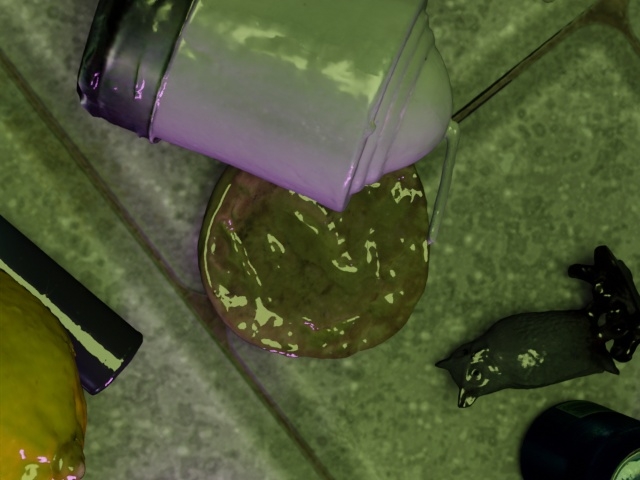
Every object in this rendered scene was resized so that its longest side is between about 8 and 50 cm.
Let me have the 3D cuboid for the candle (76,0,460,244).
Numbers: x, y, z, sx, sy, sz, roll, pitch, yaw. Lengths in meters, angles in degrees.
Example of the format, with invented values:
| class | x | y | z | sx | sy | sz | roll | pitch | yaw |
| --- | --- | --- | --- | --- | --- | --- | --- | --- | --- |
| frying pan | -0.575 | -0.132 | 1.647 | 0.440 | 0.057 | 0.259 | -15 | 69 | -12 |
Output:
| class | x | y | z | sx | sy | sz | roll | pitch | yaw |
| --- | --- | --- | --- | --- | --- | --- | --- | --- | --- |
| candle | -0.027 | -0.154 | 1.520 | 0.343 | 0.221 | 0.221 | 21 | 88 | 1 |

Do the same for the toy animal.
| class | x | y | z | sx | sy | sz | roll | pitch | yaw |
| --- | --- | --- | --- | --- | --- | --- | --- | --- | --- |
| toy animal | 0.218 | 0.101 | 1.706 | 0.210 | 0.121 | 0.117 | -24 | 144 | 5 |

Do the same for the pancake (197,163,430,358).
| class | x | y | z | sx | sy | sz | roll | pitch | yaw |
| --- | --- | --- | --- | --- | --- | --- | --- | --- | --- |
| pancake | 0.000 | 0.000 | 1.651 | 0.242 | 0.050 | 0.242 | -1 | 94 | -20 |

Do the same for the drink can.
| class | x | y | z | sx | sy | sz | roll | pitch | yaw |
| --- | --- | --- | --- | --- | --- | --- | --- | --- | --- |
| drink can | 0.270 | 0.218 | 1.647 | 0.118 | 0.205 | 0.118 | -1 | 94 | -13 |

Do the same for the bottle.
| class | x | y | z | sx | sy | sz | roll | pitch | yaw |
| --- | --- | --- | --- | --- | --- | --- | --- | --- | --- |
| bottle | -0.269 | 0.034 | 1.574 | 0.244 | 0.072 | 0.082 | 40 | 100 | -12 |

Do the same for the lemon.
| class | x | y | z | sx | sy | sz | roll | pitch | yaw |
| --- | --- | --- | --- | --- | --- | --- | --- | --- | --- |
| lemon | -0.334 | 0.140 | 1.460 | 0.322 | 0.268 | 0.268 | 30 | 86 | 16 |

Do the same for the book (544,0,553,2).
| class | x | y | z | sx | sy | sz | roll | pitch | yaw |
| --- | --- | --- | --- | --- | --- | --- | --- | --- | --- |
| book | 0.209 | -0.406 | 1.692 | 0.208 | 0.020 | 0.295 | -40 | 101 | -9 |
